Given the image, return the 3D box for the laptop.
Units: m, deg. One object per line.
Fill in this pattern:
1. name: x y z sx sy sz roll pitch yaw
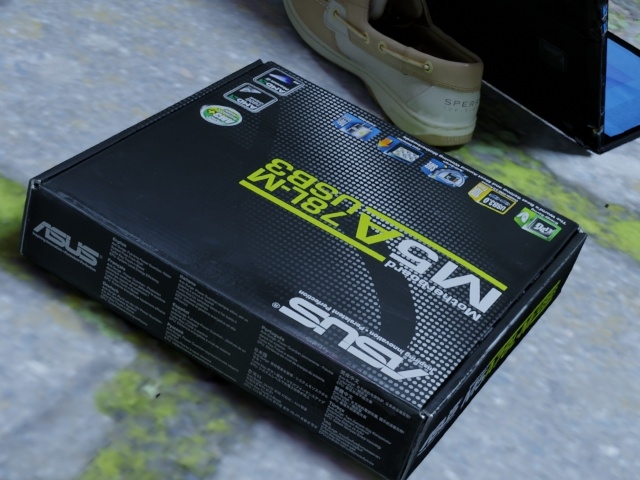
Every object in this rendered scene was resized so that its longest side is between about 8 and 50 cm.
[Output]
1. laptop: 0.116 -0.174 0.804 0.234 0.264 0.136 37 74 26

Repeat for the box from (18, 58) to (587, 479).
1. box: 0.000 0.000 0.581 0.191 0.045 0.184 30 33 17

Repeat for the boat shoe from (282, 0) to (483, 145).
1. boat shoe: 0.039 -0.122 0.762 0.063 0.059 0.170 -11 44 -37
